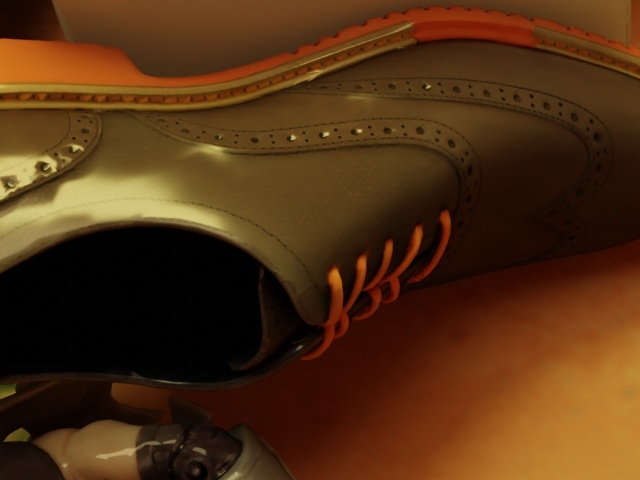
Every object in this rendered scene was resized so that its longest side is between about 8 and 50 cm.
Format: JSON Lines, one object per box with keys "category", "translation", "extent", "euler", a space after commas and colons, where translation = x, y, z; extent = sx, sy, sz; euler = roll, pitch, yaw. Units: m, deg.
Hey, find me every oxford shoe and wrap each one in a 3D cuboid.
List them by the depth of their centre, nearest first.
{"category": "oxford shoe", "translation": [0.000, 0.000, 0.517], "extent": [0.271, 0.097, 0.098], "euler": [-7, 44, -18]}

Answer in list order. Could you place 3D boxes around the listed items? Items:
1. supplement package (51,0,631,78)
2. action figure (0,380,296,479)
{"category": "supplement package", "translation": [-0.021, -0.173, 0.625], "extent": [0.175, 0.177, 0.293], "euler": [-15, 52, -2]}
{"category": "action figure", "translation": [-0.059, 0.128, 0.460], "extent": [0.185, 0.099, 0.285], "euler": [-43, 44, -13]}
